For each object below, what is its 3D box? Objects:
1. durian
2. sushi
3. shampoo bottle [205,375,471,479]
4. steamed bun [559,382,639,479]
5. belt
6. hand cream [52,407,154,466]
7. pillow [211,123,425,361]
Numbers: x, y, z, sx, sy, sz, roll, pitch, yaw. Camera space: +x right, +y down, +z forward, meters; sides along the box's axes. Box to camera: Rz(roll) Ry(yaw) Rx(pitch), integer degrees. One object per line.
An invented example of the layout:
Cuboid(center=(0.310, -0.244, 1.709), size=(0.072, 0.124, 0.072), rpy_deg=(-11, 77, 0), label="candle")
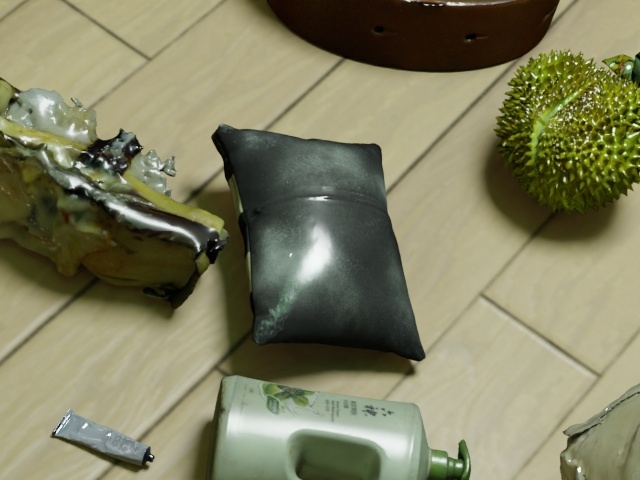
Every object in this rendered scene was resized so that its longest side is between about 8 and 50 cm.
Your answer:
Cuboid(center=(0.255, -0.113, 1.981), size=(0.159, 0.146, 0.198), rpy_deg=(12, 40, 1), label="durian")
Cuboid(center=(-0.228, -0.043, 1.851), size=(0.291, 0.139, 0.131), rpy_deg=(30, 48, -2), label="sushi")
Cuboid(center=(0.020, 0.190, 1.745), size=(0.234, 0.087, 0.118), rpy_deg=(9, 50, -5), label="shampoo bottle")
Cuboid(center=(0.376, 0.244, 1.639), size=(0.394, 0.237, 0.347), rpy_deg=(18, 70, 17), label="steamed bun")
Cuboid(center=(0.099, -0.301, 2.096), size=(0.338, 0.122, 0.217), rpy_deg=(5, 55, -8), label="belt")
Cuboid(center=(-0.192, 0.181, 1.757), size=(0.093, 0.019, 0.030), rpy_deg=(20, 55, 12), label="hand cream")
Cuboid(center=(0.000, 0.000, 1.866), size=(0.186, 0.106, 0.250), rpy_deg=(5, 55, -28), label="pillow")
